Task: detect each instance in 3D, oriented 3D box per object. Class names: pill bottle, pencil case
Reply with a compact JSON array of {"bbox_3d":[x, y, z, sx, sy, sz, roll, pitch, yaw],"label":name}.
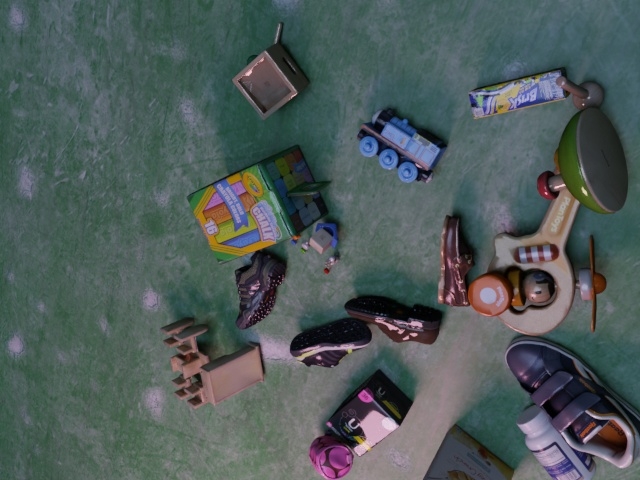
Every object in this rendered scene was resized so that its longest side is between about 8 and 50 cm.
[{"bbox_3d":[0.499,0.437,1.406,0.094,0.094,0.169,-38,89,34],"label":"pill bottle"},{"bbox_3d":[0.028,0.532,1.629,0.098,0.209,0.095,0,82,-6],"label":"pencil case"}]

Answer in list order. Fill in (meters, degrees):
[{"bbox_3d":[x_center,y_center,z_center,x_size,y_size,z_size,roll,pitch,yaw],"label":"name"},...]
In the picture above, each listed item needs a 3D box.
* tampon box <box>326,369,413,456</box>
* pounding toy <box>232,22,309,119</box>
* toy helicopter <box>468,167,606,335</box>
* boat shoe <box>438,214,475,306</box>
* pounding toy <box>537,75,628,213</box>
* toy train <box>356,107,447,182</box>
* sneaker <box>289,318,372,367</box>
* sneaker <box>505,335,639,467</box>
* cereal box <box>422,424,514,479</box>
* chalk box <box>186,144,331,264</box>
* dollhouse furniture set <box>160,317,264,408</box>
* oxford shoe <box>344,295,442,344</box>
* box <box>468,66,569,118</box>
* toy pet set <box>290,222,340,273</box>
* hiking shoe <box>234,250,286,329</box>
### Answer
[{"bbox_3d":[0.119,0.419,1.596,0.120,0.101,0.161,44,123,6],"label":"tampon box"},{"bbox_3d":[-0.104,-0.365,1.418,0.130,0.100,0.141,-31,104,34],"label":"pounding toy"},{"bbox_3d":[0.449,0.018,1.249,0.235,0.140,0.355,25,107,25],"label":"toy helicopter"},{"bbox_3d":[0.288,0.045,1.378,0.073,0.073,0.207,8,120,24],"label":"boat shoe"},{"bbox_3d":[0.434,-0.153,1.143,0.110,0.183,0.237,-15,87,45],"label":"pounding toy"},{"bbox_3d":[0.163,-0.195,1.346,0.184,0.080,0.105,36,113,14],"label":"toy train"},{"bbox_3d":[0.035,0.259,1.608,0.235,0.084,0.097,-14,126,33],"label":"sneaker"},{"bbox_3d":[0.513,0.324,1.336,0.321,0.127,0.126,36,123,13],"label":"sneaker"},{"bbox_3d":[0.321,0.538,1.453,0.173,0.240,0.047,37,123,10],"label":"cereal box"},{"bbox_3d":[-0.115,-0.091,1.473,0.289,0.180,0.179,-20,99,31],"label":"chalk box"},{"bbox_3d":[-0.293,0.330,1.788,0.242,0.161,0.212,14,117,47],"label":"dollhouse furniture set"},{"bbox_3d":[0.157,0.189,1.498,0.227,0.083,0.096,14,120,24],"label":"oxford shoe"},{"bbox_3d":[0.365,-0.271,1.214,0.169,0.059,0.054,-7,105,30],"label":"box"},{"bbox_3d":[0.000,0.000,1.532,0.122,0.065,0.114,41,158,11],"label":"toy pet set"},{"bbox_3d":[-0.169,0.119,1.655,0.114,0.086,0.227,41,118,24],"label":"hiking shoe"}]
